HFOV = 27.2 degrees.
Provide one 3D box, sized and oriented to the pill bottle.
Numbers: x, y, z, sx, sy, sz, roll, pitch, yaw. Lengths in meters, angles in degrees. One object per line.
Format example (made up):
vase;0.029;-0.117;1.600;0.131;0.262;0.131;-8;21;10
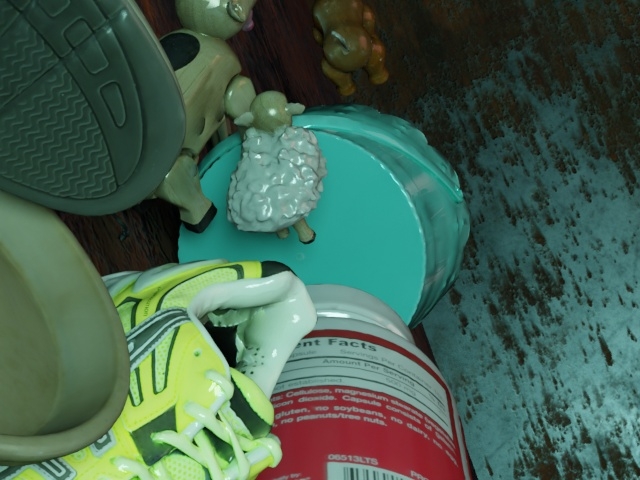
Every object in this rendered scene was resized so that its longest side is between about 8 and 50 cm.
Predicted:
pill bottle;0.006;0.205;1.023;0.407;0.229;0.229;-92;158;-63

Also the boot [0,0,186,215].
boot;-0.222;-0.196;0.746;0.377;0.138;0.284;38;16;-17

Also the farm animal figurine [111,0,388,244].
farm animal figurine;-0.124;-0.162;1.173;0.172;0.330;0.326;60;41;-50

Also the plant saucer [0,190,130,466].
plant saucer;-0.206;0.000;0.607;0.278;0.041;0.278;41;15;-14

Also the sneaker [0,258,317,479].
sneaker;-0.109;0.118;0.686;0.145;0.147;0.384;56;27;-24

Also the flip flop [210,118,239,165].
flip flop;-0.078;-0.085;1.625;0.112;0.080;0.277;56;16;-52

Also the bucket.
bucket;0.000;0.000;1.306;0.281;0.281;0.183;68;15;-3
